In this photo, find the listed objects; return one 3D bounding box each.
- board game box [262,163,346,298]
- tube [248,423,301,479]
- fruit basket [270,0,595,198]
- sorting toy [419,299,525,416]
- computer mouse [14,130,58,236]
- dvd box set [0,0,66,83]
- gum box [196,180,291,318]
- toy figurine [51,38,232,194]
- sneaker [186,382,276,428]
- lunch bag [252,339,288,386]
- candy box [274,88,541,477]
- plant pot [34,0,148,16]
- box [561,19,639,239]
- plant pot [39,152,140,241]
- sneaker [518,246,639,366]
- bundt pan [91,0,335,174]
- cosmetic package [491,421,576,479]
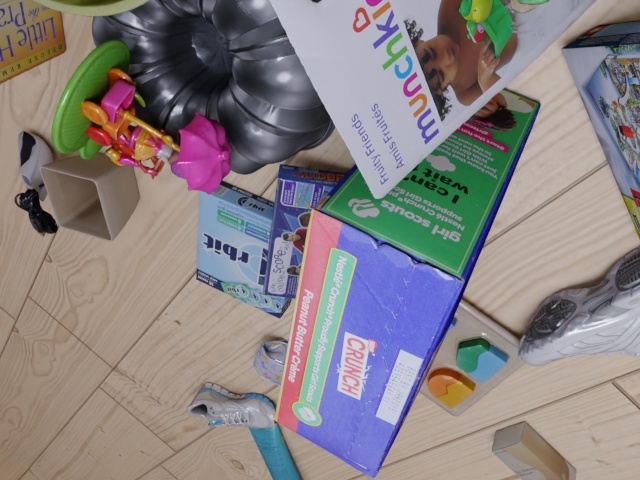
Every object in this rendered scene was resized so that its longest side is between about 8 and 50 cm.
[{"bbox_3d":[0.000,0.000,0.760,0.136,0.035,0.201,8,130,-6],"label":"board game box"},{"bbox_3d":[-0.090,0.440,1.167,0.080,0.052,0.207,-11,111,25],"label":"tube"},{"bbox_3d":[0.106,-0.241,0.319,0.165,0.353,0.327,29,158,47],"label":"fruit basket"},{"bbox_3d":[0.166,0.159,0.817,0.193,0.038,0.208,35,133,2],"label":"sorting toy"},{"bbox_3d":[-0.444,-0.103,0.905,0.042,0.193,0.106,-15,147,-9],"label":"computer mouse"},{"bbox_3d":[-0.409,-0.350,0.579,0.062,0.307,0.420,20,132,11],"label":"dvd box set"},{"bbox_3d":[-0.110,0.015,0.863,0.157,0.041,0.184,23,132,12],"label":"gum box"},{"bbox_3d":[-0.173,-0.101,0.611,0.159,0.130,0.173,30,155,-6],"label":"toy figurine"},{"bbox_3d":[-0.172,0.336,1.104,0.191,0.083,0.071,4,111,24],"label":"sneaker"},{"bbox_3d":[-0.070,0.207,0.977,0.083,0.053,0.071,24,135,-1],"label":"lunch bag"},{"bbox_3d":[0.088,0.017,0.564,0.122,0.317,0.268,24,131,12],"label":"candy box"},{"bbox_3d":[-0.110,-0.344,0.423,0.275,0.293,0.275,15,129,20],"label":"plant pot"},{"bbox_3d":[0.309,-0.073,0.489,0.044,0.159,0.233,-32,109,1],"label":"box"},{"bbox_3d":[-0.344,-0.078,0.888,0.109,0.096,0.109,15,128,20],"label":"plant pot"},{"bbox_3d":[0.333,0.102,0.650,0.115,0.090,0.232,40,134,-8],"label":"sneaker"},{"bbox_3d":[-0.120,-0.216,0.642,0.331,0.124,0.331,14,129,19],"label":"bundt pan"},{"bbox_3d":[0.318,0.329,0.855,0.115,0.041,0.060,42,133,-5],"label":"cosmetic package"}]
